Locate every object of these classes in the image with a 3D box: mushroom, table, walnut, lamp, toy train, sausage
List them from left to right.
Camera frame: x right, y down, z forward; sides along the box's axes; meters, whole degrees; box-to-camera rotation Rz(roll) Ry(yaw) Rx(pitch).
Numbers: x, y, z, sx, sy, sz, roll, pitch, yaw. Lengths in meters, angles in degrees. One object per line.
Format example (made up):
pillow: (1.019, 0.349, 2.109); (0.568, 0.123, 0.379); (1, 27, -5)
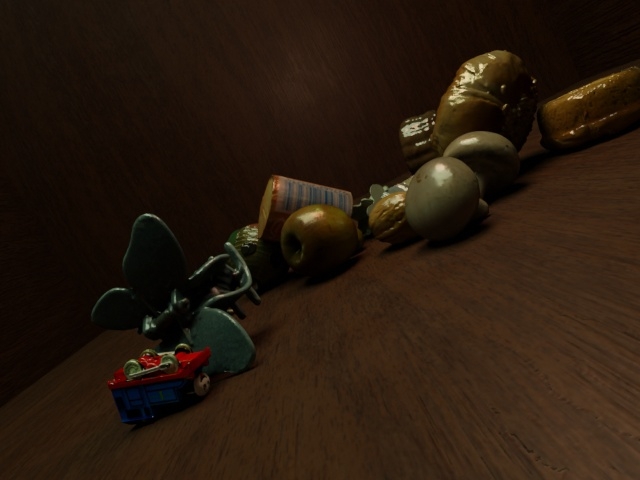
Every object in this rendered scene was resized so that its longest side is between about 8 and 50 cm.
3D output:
toy train: (-0.317, 0.286, 0.936); (0.203, 0.131, 0.082); (-14, 5, 17)
lamp: (-0.236, 0.076, 1.715); (0.250, 0.250, 0.285); (-22, 43, 37)
sausage: (-0.055, -0.090, 1.608); (0.286, 0.233, 0.233); (10, -4, -16)
table: (0.180, -0.094, 1.654); (0.166, 0.167, 0.198); (-32, 0, -29)
walnut: (0.216, -0.061, 1.290); (0.180, 0.144, 0.144); (-34, 2, 37)
mushroom: (0.311, -0.092, 1.115); (0.204, 0.204, 0.204); (-27, 7, 4)
mushroom: (0.428, -0.180, 1.261); (0.207, 0.207, 0.215); (-19, 42, 52)

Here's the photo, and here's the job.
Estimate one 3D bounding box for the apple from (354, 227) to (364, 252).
apple: (0.098, -0.001, 1.511); (0.089, 0.090, 0.074); (-27, 20, 2)

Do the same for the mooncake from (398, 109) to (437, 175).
mooncake: (0.493, -0.415, 2.065); (0.187, 0.324, 0.324); (-17, 12, 32)

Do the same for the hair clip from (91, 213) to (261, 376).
hair clip: (-0.312, 0.168, 1.095); (0.318, 0.392, 0.238); (-43, -8, 17)

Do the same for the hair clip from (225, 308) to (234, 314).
hair clip: (-0.390, 0.270, 1.574); (0.213, 0.056, 0.062); (-26, 40, 11)

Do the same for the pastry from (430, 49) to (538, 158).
pastry: (0.523, -0.373, 1.455); (0.245, 0.410, 0.409); (30, 45, 30)

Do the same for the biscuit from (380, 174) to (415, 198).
biscuit: (0.375, -0.177, 1.579); (0.309, 0.079, 0.186); (-30, 48, -33)

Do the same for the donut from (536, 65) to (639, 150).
donut: (0.794, -0.379, 1.354); (0.299, 0.150, 0.317); (-30, 7, -39)

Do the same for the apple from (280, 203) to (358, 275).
apple: (0.000, 0.000, 1.415); (0.207, 0.237, 0.236); (-17, -2, -41)
